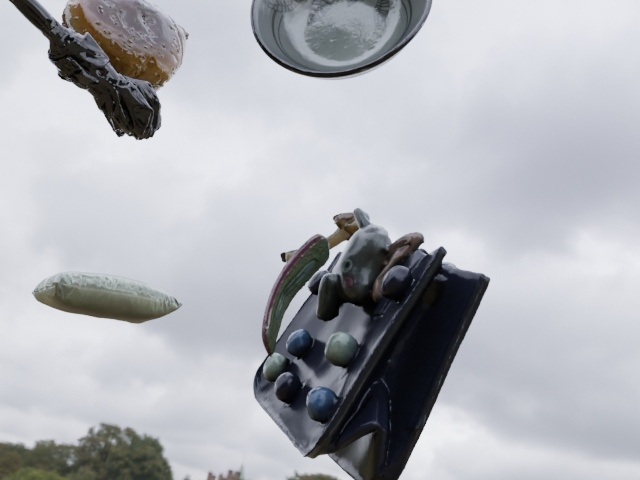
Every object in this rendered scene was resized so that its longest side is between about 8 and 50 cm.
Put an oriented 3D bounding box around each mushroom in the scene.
[{"bbox_3d":[0.000,0.000,1.235,0.187,0.060,0.061,-27,-45,16],"label":"mushroom"}]

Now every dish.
[{"bbox_3d":[0.039,-0.383,1.143,0.317,0.316,0.106,6,-25,12],"label":"dish"}]

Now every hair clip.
[{"bbox_3d":[-0.029,0.053,0.672,0.022,0.137,0.054,17,-29,23],"label":"hair clip"}]

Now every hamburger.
[{"bbox_3d":[-0.402,-0.415,1.368,0.146,0.243,0.286,-40,-20,31],"label":"hamburger"}]

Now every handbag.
[{"bbox_3d":[0.039,0.097,0.719,0.118,0.269,0.326,32,-11,-13],"label":"handbag"}]

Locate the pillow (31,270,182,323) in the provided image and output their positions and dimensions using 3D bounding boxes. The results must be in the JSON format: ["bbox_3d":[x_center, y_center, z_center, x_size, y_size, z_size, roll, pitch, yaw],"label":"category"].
[{"bbox_3d":[-0.417,0.115,1.278,0.254,0.078,0.144,16,-30,-35],"label":"pillow"}]

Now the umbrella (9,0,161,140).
[{"bbox_3d":[-0.408,-0.307,1.162,0.118,0.118,0.340,-5,-36,30],"label":"umbrella"}]
